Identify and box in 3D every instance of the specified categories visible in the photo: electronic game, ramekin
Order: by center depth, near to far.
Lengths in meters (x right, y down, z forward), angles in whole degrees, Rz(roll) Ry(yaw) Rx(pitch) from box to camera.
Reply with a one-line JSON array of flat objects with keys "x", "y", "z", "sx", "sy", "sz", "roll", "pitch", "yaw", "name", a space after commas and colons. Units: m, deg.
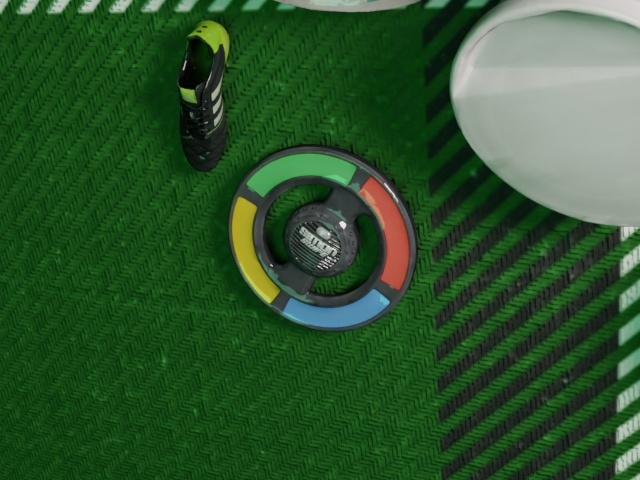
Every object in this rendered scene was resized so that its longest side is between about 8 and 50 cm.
[{"x": 0.265, "y": -0.148, "z": 1.046, "sx": 0.272, "sy": 0.127, "sz": 0.273, "roll": 22, "pitch": 148, "yaw": 14, "name": "ramekin"}, {"x": 0.000, "y": 0.000, "z": 1.304, "sx": 0.229, "sy": 0.048, "sz": 0.229, "roll": 8, "pitch": 114, "yaw": 18, "name": "electronic game"}]

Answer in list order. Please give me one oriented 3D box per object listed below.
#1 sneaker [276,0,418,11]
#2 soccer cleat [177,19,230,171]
[{"x": -0.035, "y": -0.315, "z": 1.149, "sx": 0.302, "sy": 0.108, "sz": 0.121, "roll": 16, "pitch": 121, "yaw": 15, "name": "sneaker"}, {"x": -0.137, "y": -0.157, "z": 1.274, "sx": 0.060, "sy": 0.072, "sz": 0.179, "roll": 13, "pitch": 116, "yaw": 15, "name": "soccer cleat"}]
